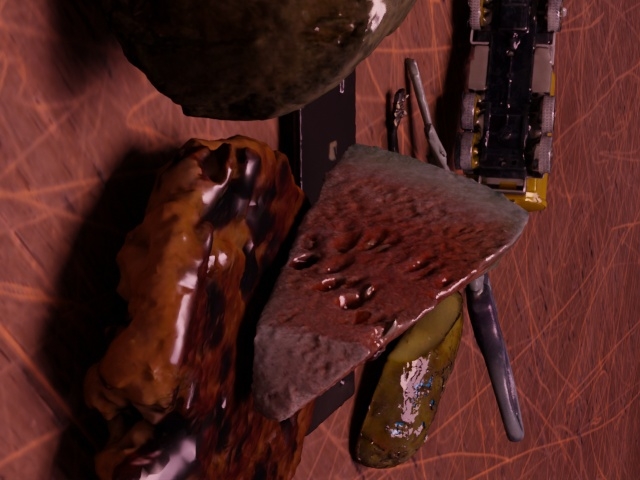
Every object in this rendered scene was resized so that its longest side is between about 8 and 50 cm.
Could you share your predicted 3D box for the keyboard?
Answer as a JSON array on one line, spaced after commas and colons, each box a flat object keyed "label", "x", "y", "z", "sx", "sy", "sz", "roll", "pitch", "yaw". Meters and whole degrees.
[{"label": "keyboard", "x": 0.000, "y": 0.000, "z": 1.238, "sx": 0.106, "sy": 0.027, "sz": 0.317, "roll": -36, "pitch": 130, "yaw": -56}]

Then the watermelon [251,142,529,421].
[{"label": "watermelon", "x": 0.032, "y": 0.036, "z": 1.027, "sx": 0.241, "sy": 0.154, "sz": 0.094, "roll": -43, "pitch": 137, "yaw": -47}]

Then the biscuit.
[{"label": "biscuit", "x": -0.073, "y": 0.081, "z": 1.022, "sx": 0.334, "sy": 0.081, "sz": 0.289, "roll": 67, "pitch": 35, "yaw": -58}]

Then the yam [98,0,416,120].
[{"label": "yam", "x": -0.010, "y": -0.206, "z": 0.913, "sx": 0.300, "sy": 0.195, "sz": 0.195, "roll": -52, "pitch": 144, "yaw": -50}]

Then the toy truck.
[{"label": "toy truck", "x": 0.189, "y": -0.142, "z": 1.518, "sx": 0.114, "sy": 0.098, "sz": 0.227, "roll": 36, "pitch": 59, "yaw": -76}]

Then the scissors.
[{"label": "scissors", "x": 0.139, "y": -0.005, "z": 1.490, "sx": 0.256, "sy": 0.029, "sz": 0.383, "roll": -95, "pitch": 167, "yaw": -50}]

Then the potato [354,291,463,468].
[{"label": "potato", "x": 0.096, "y": 0.132, "z": 1.451, "sx": 0.198, "sy": 0.054, "sz": 0.119, "roll": -58, "pitch": 157, "yaw": -33}]

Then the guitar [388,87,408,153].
[{"label": "guitar", "x": 0.080, "y": -0.033, "z": 1.421, "sx": 0.088, "sy": 0.025, "sz": 0.233, "roll": -48, "pitch": 141, "yaw": -52}]
